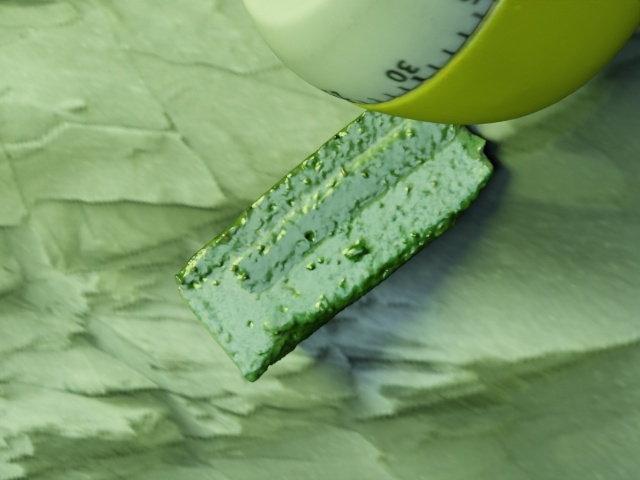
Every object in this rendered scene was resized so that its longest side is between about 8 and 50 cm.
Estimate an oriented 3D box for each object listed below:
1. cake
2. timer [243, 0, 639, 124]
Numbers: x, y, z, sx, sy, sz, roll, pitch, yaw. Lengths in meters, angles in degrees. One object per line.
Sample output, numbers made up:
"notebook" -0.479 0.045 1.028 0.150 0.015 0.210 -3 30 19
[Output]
"cake" 0.007 -0.006 1.040 0.235 0.099 0.100 -40 89 32
"timer" 0.113 -0.184 0.860 0.285 0.285 0.285 10 112 25
